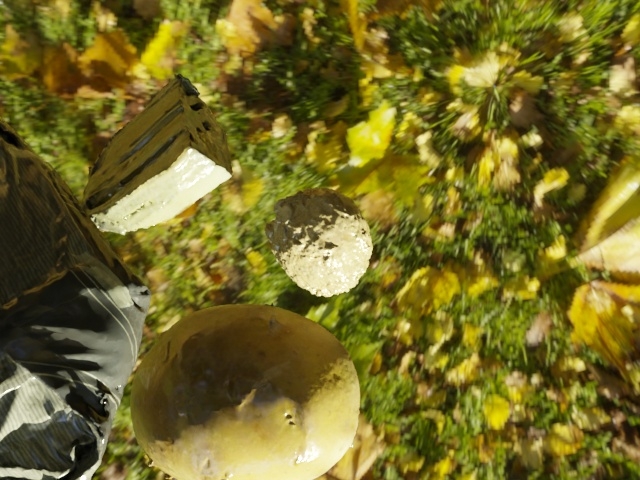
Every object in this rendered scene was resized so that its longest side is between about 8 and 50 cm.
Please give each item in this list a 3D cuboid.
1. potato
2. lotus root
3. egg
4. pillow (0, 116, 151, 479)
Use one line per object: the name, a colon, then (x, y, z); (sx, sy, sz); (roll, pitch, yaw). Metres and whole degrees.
potato: (-0.106, 0.183, 1.401); (0.299, 0.116, 0.239); (1, 76, 14)
lotus root: (-0.142, -0.060, 1.029); (0.144, 0.143, 0.070); (-36, 124, 22)
egg: (0.000, 0.000, 1.351); (0.118, 0.116, 0.140); (-17, 123, -4)
pillow: (-0.210, 0.014, 0.651); (0.161, 0.092, 0.335); (-37, 54, -13)
